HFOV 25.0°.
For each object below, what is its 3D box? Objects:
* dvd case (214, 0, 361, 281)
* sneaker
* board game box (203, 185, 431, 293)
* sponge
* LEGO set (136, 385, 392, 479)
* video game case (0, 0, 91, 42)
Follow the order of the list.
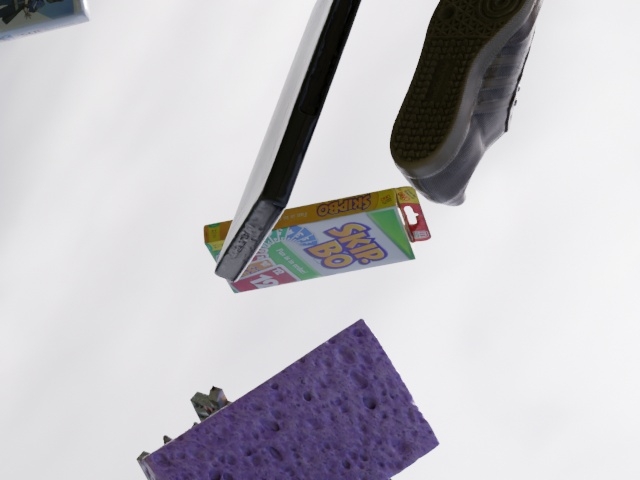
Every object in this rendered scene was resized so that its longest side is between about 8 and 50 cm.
[{"bbox_3d":[-0.013,-0.108,1.058,0.180,0.022,0.253,127,-16,-67],"label":"dvd case"},{"bbox_3d":[0.104,-0.110,0.974,0.066,0.071,0.188,16,-111,36],"label":"sneaker"},{"bbox_3d":[0.000,0.000,1.753,0.259,0.124,0.039,-13,-124,8],"label":"board game box"},{"bbox_3d":[-0.021,0.160,1.087,0.210,0.117,0.031,-31,178,-25],"label":"sponge"},{"bbox_3d":[-0.092,0.283,1.311,0.255,0.192,0.331,19,-129,44],"label":"LEGO set"},{"bbox_3d":[-0.411,-0.352,1.507,0.036,0.300,0.329,49,29,-79],"label":"video game case"}]
